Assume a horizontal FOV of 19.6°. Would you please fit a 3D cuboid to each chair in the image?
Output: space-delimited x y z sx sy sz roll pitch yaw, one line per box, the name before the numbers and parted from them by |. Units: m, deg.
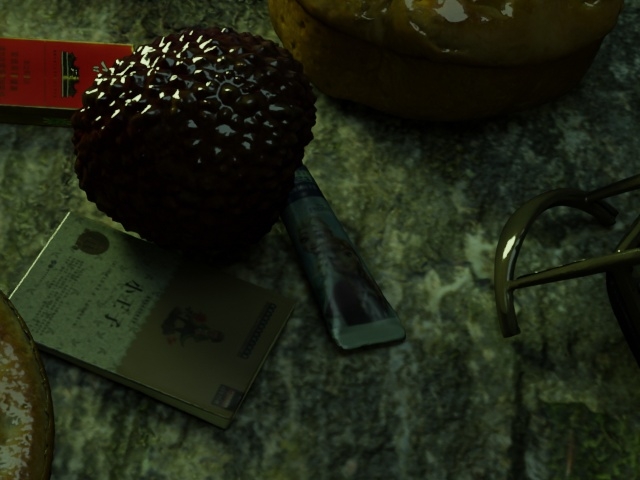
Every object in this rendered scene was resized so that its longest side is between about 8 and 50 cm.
chair | 0.287 0.031 1.447 0.272 0.166 0.188 -8 27 44

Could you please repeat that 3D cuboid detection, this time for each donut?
donut | 0.112 -0.233 1.659 0.317 0.150 0.299 19 45 7

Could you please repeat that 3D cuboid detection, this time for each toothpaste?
toothpaste | 0.000 0.000 1.489 0.062 0.037 0.216 -11 55 -24

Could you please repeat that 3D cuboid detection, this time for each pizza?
pizza | -0.285 0.113 1.297 0.193 0.053 0.201 -1 58 -15

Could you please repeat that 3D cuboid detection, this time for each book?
book | -0.133 0.057 1.414 0.199 0.016 0.138 21 46 8

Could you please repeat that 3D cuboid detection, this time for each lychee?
lychee | -0.101 -0.081 1.437 0.188 0.188 0.188 6 45 -7

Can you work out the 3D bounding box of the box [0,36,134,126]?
box | -0.223 -0.134 1.577 0.133 0.023 0.090 3 48 -9
